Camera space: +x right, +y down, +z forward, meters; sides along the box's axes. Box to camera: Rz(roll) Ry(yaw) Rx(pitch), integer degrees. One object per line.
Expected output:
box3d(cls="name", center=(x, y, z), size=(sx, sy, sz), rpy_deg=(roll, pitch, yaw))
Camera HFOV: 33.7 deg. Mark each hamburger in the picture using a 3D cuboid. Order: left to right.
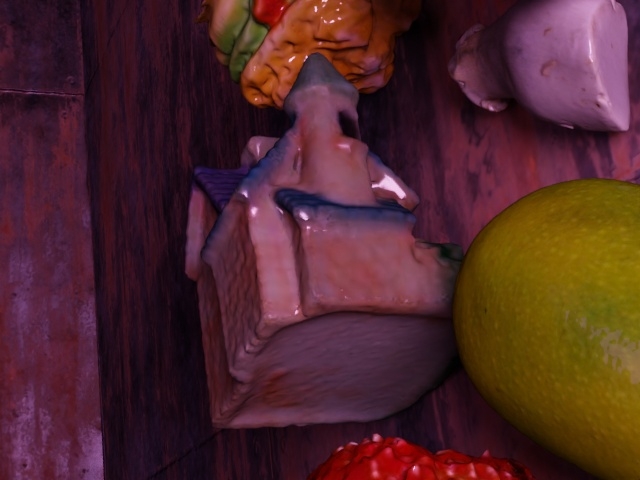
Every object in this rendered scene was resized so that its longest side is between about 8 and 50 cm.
box3d(cls="hamburger", center=(0.001, -0.220, 1.086), size=(0.149, 0.237, 0.237), rpy_deg=(57, 144, 17))

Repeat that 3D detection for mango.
box3d(cls="mango", center=(0.207, 0.065, 0.675), size=(0.343, 0.155, 0.193), rpy_deg=(25, 120, 60))

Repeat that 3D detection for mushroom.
box3d(cls="mushroom", center=(0.169, -0.147, 0.849), size=(0.225, 0.093, 0.116), rpy_deg=(21, 130, 59))

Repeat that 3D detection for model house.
box3d(cls="model house", center=(0.000, 0.000, 1.026), size=(0.312, 0.245, 0.280), rpy_deg=(124, 143, -55))

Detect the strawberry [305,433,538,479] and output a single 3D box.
box3d(cls="strawberry", center=(0.071, 0.276, 0.884), size=(0.343, 0.292, 0.292), rpy_deg=(-119, 35, -79))
